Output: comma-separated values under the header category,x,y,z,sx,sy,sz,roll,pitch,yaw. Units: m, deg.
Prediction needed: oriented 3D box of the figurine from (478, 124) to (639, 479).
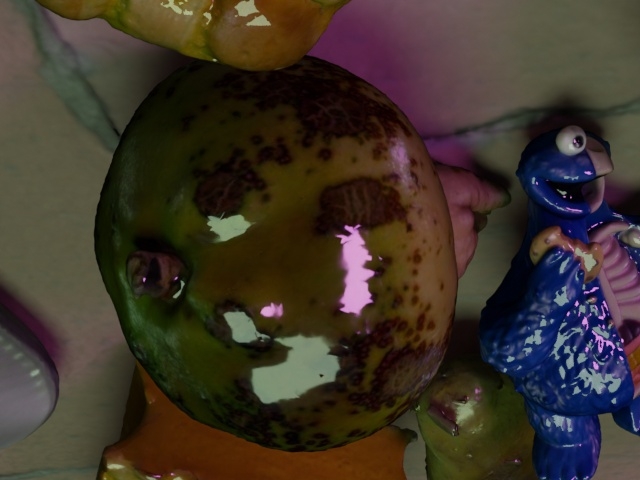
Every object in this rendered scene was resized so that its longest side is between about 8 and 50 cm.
category,x,y,z,sx,sy,sz,roll,pitch,yaw
figurine,0.172,0.033,0.812,0.164,0.121,0.262,-13,121,-17

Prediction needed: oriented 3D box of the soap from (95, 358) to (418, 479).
category,x,y,z,sx,sy,sz,roll,pitch,yaw
soap,-0.066,0.231,1.072,0.259,0.143,0.281,15,141,-7

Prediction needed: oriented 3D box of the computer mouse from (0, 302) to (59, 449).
category,x,y,z,sx,sy,sz,roll,pitch,yaw
computer mouse,-0.341,0.074,0.940,0.197,0.095,0.331,-19,137,22

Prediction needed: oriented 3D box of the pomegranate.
category,x,y,z,sx,sy,sz,roll,pitch,yaw
pomegranate,0.011,0.002,0.715,0.277,0.222,0.204,-2,-171,-18

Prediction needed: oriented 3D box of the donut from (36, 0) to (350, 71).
category,x,y,z,sx,sy,sz,roll,pitch,yaw
donut,-0.045,-0.199,0.514,0.208,0.128,0.261,22,140,-19

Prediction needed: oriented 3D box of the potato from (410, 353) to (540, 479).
category,x,y,z,sx,sy,sz,roll,pitch,yaw
potato,0.133,0.158,0.987,0.117,0.090,0.225,-38,145,-8
